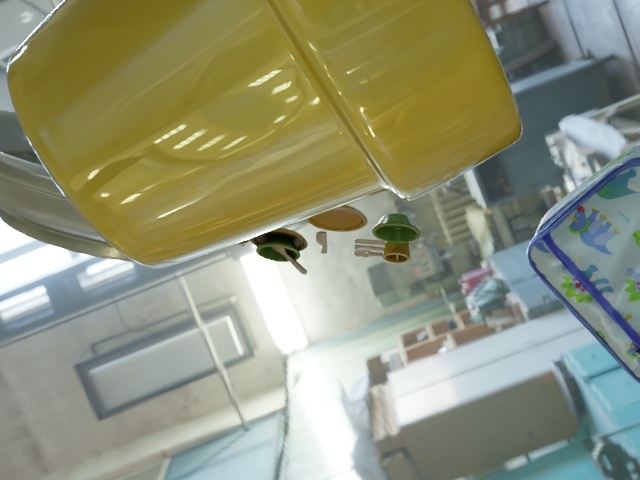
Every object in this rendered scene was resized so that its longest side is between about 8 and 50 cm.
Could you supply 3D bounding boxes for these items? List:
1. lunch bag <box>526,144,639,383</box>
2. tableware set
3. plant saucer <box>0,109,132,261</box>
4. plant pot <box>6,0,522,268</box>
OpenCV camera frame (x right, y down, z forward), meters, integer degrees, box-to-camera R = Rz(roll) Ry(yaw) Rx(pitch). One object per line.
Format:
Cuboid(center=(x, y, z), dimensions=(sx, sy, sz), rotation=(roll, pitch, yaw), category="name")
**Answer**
Cuboid(center=(0.329, 0.032, 0.897), dimensions=(0.219, 0.176, 0.090), rotation=(49, -149, 0), category="lunch bag")
Cuboid(center=(0.000, 0.000, 0.710), dimensions=(0.104, 0.154, 0.024), rotation=(89, -174, -67), category="tableware set")
Cuboid(center=(-0.254, -0.055, 1.030), dimensions=(0.400, 0.400, 0.101), rotation=(-83, 9, -80), category="plant saucer")
Cuboid(center=(-0.044, -0.110, 0.546), dimensions=(0.254, 0.239, 0.254), rotation=(58, -173, -12), category="plant pot")
